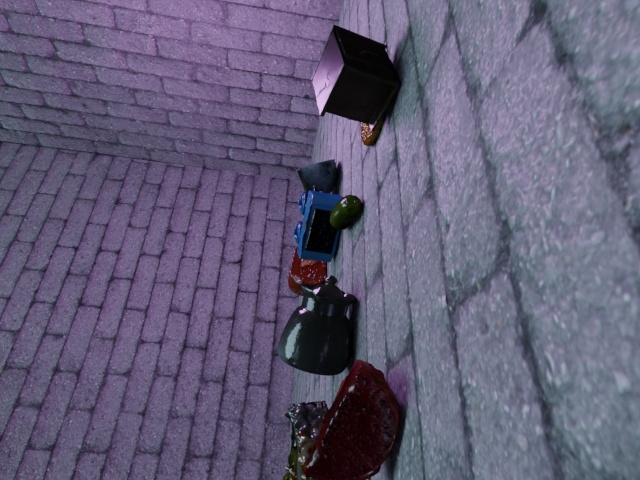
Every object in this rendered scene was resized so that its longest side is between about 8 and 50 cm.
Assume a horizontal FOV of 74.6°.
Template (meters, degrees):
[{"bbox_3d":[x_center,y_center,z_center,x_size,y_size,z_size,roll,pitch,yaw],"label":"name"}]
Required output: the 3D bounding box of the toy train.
[{"bbox_3d":[-0.008,-0.077,1.826,0.265,0.188,0.300,-116,36,-69],"label":"toy train"}]

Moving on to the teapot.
[{"bbox_3d":[0.030,0.252,1.330,0.223,0.305,0.284,15,93,47],"label":"teapot"}]

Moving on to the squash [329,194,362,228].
[{"bbox_3d":[0.079,-0.087,1.486,0.331,0.087,0.087,121,155,-78],"label":"squash"}]

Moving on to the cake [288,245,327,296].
[{"bbox_3d":[-0.064,0.139,2.075,0.150,0.177,0.282,105,170,-52],"label":"cake"}]

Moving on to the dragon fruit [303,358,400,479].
[{"bbox_3d":[0.088,0.354,0.876,0.211,0.134,0.261,-64,-1,-74],"label":"dragon fruit"}]

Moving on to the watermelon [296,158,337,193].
[{"bbox_3d":[0.011,-0.273,2.005,0.322,0.188,0.175,-36,-76,-80],"label":"watermelon"}]

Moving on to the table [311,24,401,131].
[{"bbox_3d":[0.092,-0.436,1.134,0.172,0.169,0.193,121,150,-43],"label":"table"}]

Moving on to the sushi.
[{"bbox_3d":[-0.033,0.690,1.277,0.417,0.176,0.416,-174,90,-83],"label":"sushi"}]

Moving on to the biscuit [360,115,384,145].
[{"bbox_3d":[0.162,-0.415,1.293,0.254,0.035,0.253,-174,90,-83],"label":"biscuit"}]
